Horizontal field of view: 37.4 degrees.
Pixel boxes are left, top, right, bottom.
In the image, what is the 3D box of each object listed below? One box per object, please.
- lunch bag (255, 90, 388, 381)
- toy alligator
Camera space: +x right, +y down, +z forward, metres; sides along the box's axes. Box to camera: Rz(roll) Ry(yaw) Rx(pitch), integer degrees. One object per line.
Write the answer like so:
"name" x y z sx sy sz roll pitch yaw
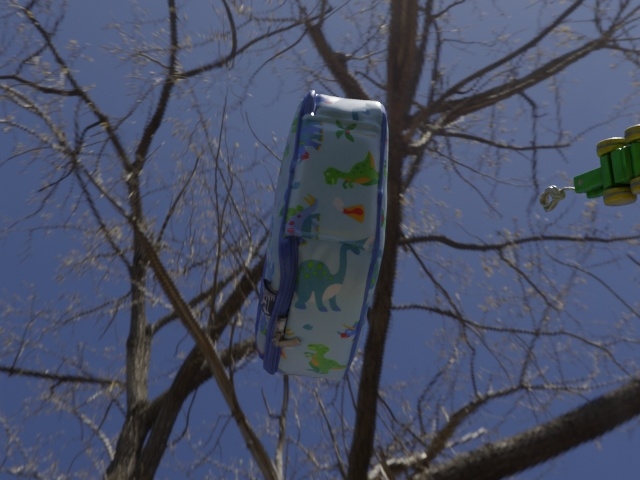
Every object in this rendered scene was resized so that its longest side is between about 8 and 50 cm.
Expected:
"lunch bag" 0.000 0.000 0.805 0.090 0.176 0.219 8 -124 -3
"toy alligator" 0.270 -0.059 0.846 0.051 0.189 0.056 1 -103 -20
